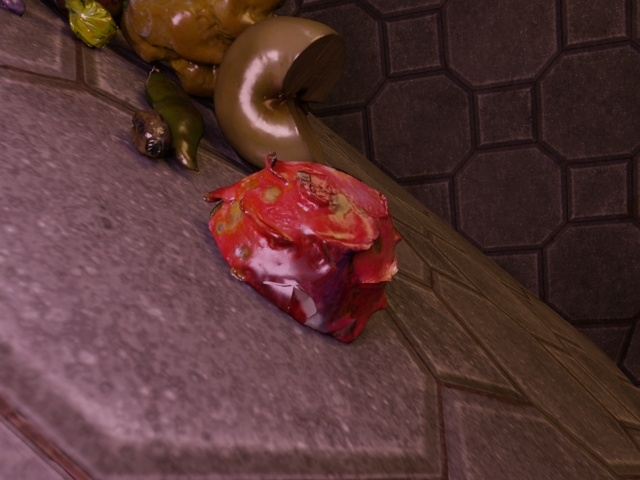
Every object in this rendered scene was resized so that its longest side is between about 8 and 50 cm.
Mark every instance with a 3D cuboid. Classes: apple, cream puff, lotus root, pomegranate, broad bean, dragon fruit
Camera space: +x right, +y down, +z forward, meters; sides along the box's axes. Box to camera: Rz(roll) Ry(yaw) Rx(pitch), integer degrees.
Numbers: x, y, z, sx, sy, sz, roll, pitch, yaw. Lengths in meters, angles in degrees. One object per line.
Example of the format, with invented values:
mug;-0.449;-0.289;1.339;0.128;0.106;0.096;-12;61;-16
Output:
apple;-0.084;-0.284;0.914;0.234;0.295;0.258;10;16;4
cream puff;-0.217;-0.464;1.022;0.275;0.378;0.378;61;14;-8
lotus root;-0.220;-0.137;0.601;0.049;0.054;0.099;3;33;-30
pomegranate;-0.458;-0.472;0.897;0.130;0.130;0.130;35;16;-12
broad bean;-0.236;-0.208;0.742;0.077;0.061;0.339;15;26;-39
dragon fruit;0.005;0.000;0.524;0.274;0.161;0.126;35;14;-20

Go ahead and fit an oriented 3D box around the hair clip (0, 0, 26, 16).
hair clip;-0.557;-0.475;0.718;0.278;0.090;0.137;39;7;-2

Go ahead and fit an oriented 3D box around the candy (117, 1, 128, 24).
candy;-0.511;-0.546;1.063;0.093;0.092;0.335;44;24;-2

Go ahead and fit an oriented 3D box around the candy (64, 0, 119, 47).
candy;-0.424;-0.418;0.752;0.077;0.073;0.262;56;-4;12
